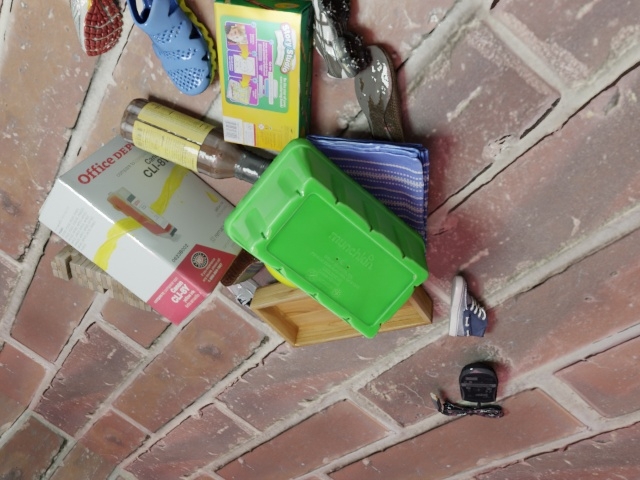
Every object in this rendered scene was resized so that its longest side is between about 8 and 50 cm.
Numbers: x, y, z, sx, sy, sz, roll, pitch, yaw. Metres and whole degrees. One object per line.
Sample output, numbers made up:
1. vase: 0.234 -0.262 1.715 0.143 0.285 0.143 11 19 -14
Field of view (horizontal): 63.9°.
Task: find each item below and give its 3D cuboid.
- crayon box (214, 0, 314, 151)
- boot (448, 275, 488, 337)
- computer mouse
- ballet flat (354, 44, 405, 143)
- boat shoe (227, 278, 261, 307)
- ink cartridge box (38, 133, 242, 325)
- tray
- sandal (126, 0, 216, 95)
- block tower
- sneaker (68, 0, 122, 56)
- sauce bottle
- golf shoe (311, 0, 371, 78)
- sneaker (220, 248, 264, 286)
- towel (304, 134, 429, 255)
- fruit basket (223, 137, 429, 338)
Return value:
1. crayon box: -0.104 -0.316 0.990 0.165 0.081 0.278 13 129 11
2. boot: 0.347 0.154 1.194 0.086 0.069 0.190 2 135 11
3. computer mouse: 0.381 0.389 1.362 0.184 0.060 0.262 -6 135 20
4. ballet flat: 0.124 -0.246 0.979 0.084 0.058 0.249 5 124 38
5. boat shoe: -0.198 0.152 1.399 0.184 0.063 0.066 40 130 -11
6. ink cartridge box: -0.380 -0.042 1.178 0.385 0.279 0.160 40 129 -11
7. tray: 0.048 0.159 1.280 0.411 0.076 0.203 -17 130 30
8. sandal: -0.302 -0.416 0.957 0.126 0.138 0.317 -6 125 23
9. block tower: -0.614 0.101 1.504 0.336 0.097 0.091 18 131 7
10. sneaker: -0.458 -0.478 1.017 0.093 0.088 0.225 34 134 21
11. sauce bottle: -0.258 -0.200 1.120 0.344 0.111 0.111 24 131 3
12. golf shoe: 0.011 -0.378 0.900 0.094 0.077 0.198 -3 111 50
13. sneaker: -0.169 0.046 1.308 0.192 0.086 0.064 -40 80 10
14. towel: 0.102 -0.075 1.070 0.243 0.040 0.336 10 143 19
15. fruit basket: 0.000 0.000 1.055 0.392 0.392 0.283 39 98 -10
